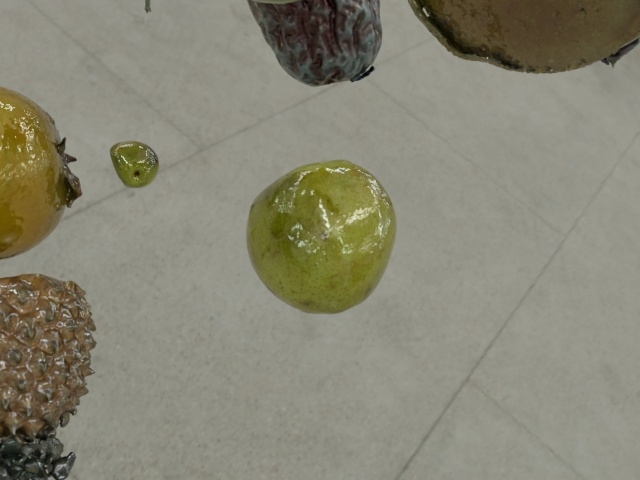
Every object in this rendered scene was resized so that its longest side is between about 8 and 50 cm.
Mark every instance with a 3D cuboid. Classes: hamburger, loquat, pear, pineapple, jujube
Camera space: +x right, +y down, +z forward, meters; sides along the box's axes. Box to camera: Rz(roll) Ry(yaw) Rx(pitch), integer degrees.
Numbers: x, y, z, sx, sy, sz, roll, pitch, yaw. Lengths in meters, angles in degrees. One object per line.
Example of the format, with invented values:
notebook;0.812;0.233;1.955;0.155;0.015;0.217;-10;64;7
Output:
hamburger;0.237;-0.323;0.805;0.318;0.276;0.195;36;59;7
loquat;-0.490;-0.099;1.112;0.275;0.274;0.274;18;42;-17
pear;-0.489;-0.210;2.029;0.104;0.141;0.141;-23;54;3
pineapple;-0.421;0.231;1.024;0.223;0.223;0.357;5;77;-29
jujube;-0.011;-0.430;1.337;0.317;0.226;0.226;64;33;-24
pear;0.000;0.000;1.509;0.304;0.304;0.303;18;42;-17

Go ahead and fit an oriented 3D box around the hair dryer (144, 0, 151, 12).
hair dryer;-0.388;-0.596;1.637;0.067;0.199;0.167;-29;99;-21

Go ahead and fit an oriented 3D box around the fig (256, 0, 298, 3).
fig;-0.018;-0.417;0.944;0.271;0.239;0.239;3;43;2
